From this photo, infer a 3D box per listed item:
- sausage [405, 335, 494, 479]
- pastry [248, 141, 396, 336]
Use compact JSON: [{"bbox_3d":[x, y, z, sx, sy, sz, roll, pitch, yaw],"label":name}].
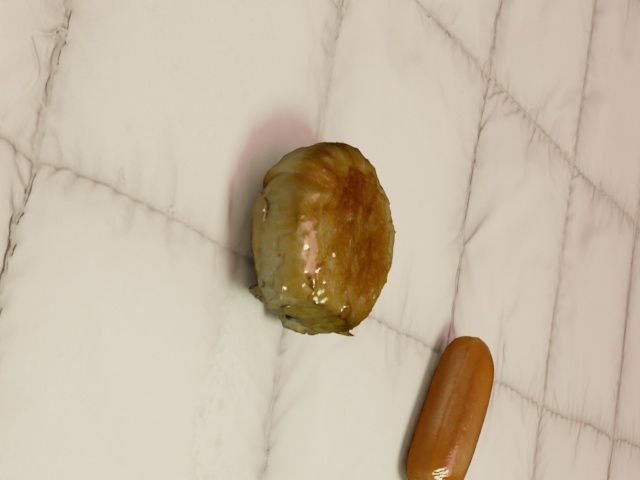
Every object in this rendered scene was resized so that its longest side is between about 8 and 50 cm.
[{"bbox_3d":[0.206,0.274,2.014,0.105,0.105,0.274,57,45,-45],"label":"sausage"},{"bbox_3d":[-0.002,-0.004,1.612,0.257,0.121,0.235,33,60,-54],"label":"pastry"}]
